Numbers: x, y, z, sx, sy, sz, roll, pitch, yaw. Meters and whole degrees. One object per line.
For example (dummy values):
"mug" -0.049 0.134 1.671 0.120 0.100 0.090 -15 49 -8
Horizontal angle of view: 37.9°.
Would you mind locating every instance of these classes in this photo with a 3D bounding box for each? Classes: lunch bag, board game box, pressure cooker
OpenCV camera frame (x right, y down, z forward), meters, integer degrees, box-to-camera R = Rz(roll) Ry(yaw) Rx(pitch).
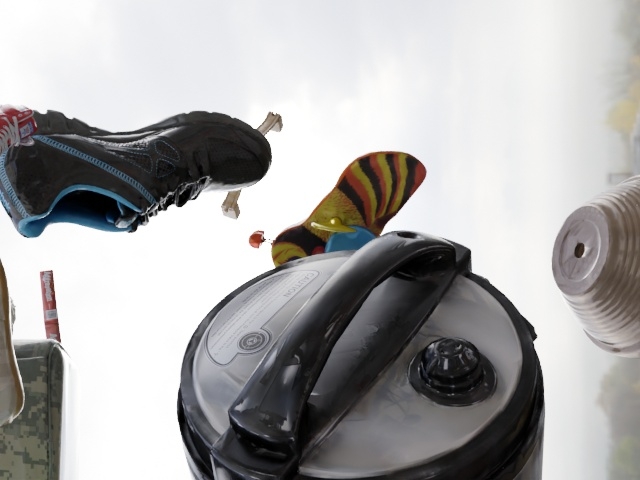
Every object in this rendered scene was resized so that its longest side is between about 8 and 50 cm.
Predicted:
"lunch bag" -0.428 0.271 1.115 0.212 0.256 0.305 106 162 -67
"board game box" -0.464 0.206 1.643 0.145 0.027 0.281 -115 24 -50
"pressure cooker" 0.049 0.204 0.959 0.370 0.375 0.420 -106 7 -54

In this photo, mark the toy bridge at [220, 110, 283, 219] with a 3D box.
"toy bridge" -0.103 -0.119 1.395 0.063 0.026 0.188 84 -154 -61

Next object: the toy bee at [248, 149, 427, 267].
"toy bee" 0.000 0.000 1.162 0.298 0.162 0.195 -63 2 -13

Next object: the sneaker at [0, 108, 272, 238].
"sneaker" -0.204 -0.065 1.077 0.140 0.341 0.125 65 146 31

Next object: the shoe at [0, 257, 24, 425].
"shoe" -0.323 0.070 0.843 0.058 0.076 0.219 -30 -72 -67

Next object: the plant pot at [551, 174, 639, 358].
"plant pot" 0.368 0.024 1.172 0.237 0.109 0.237 -168 90 -71

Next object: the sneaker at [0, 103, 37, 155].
"sneaker" -0.306 -0.094 0.894 0.118 0.067 0.042 -106 24 -43

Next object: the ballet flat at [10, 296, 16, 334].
"ballet flat" -0.553 0.251 1.337 0.147 0.147 0.409 32 -101 -74
